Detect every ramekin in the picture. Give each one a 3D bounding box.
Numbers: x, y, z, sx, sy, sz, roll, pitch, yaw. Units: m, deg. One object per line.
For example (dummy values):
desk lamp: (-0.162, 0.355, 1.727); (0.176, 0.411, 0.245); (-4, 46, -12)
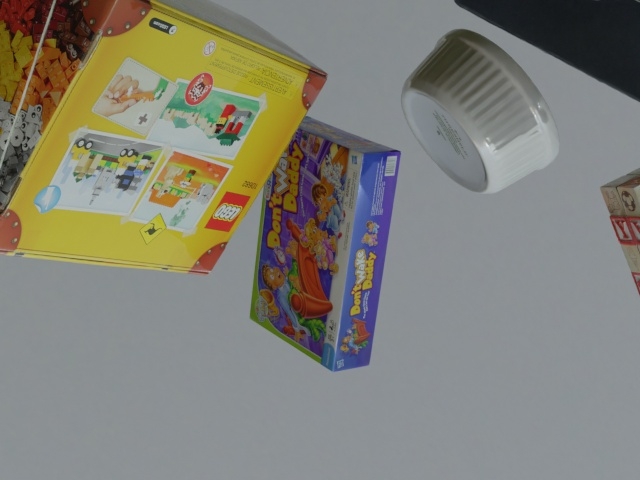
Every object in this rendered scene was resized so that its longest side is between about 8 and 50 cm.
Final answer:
ramekin: (0.244, -0.196, 1.868); (0.127, 0.273, 0.273); (-38, -137, -12)

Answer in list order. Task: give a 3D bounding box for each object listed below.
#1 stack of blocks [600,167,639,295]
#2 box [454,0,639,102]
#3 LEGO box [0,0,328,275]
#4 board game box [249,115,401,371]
stack of blocks: (0.550, -0.054, 1.578); (0.297, 0.171, 0.087); (-25, -171, -14)
box: (0.402, -0.340, 1.342); (0.395, 0.294, 0.212); (34, -142, 23)
LEGO box: (-0.263, -0.165, 1.599); (0.193, 0.500, 0.373); (39, -76, 27)
board game box: (0.000, 0.000, 1.826); (0.233, 0.078, 0.347); (26, -65, 48)
